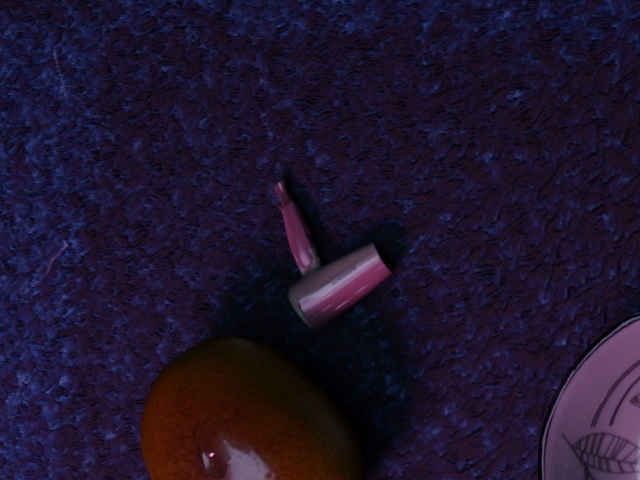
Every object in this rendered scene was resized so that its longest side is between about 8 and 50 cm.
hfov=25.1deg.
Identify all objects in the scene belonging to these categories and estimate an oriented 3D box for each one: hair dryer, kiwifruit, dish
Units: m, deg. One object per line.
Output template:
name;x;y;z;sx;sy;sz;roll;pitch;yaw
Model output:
hair dryer;-0.007;0.002;1.459;0.106;0.054;0.154;-37;72;11
kiwifruit;-0.071;0.201;1.400;0.196;0.196;0.234;-42;69;14
dish;0.359;0.205;1.285;0.316;0.106;0.317;-1;86;17
